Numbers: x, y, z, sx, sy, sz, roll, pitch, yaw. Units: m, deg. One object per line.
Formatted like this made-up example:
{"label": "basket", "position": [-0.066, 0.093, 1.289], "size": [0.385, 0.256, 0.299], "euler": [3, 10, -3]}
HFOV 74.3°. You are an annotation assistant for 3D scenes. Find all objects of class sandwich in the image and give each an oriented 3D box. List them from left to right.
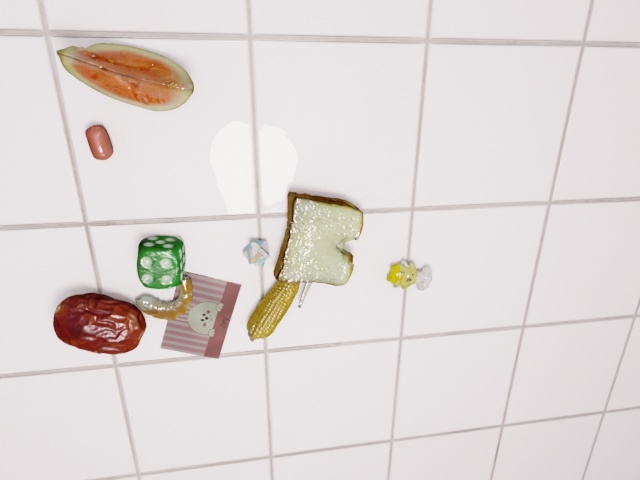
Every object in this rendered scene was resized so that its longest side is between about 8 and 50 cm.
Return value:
{"label": "sandwich", "position": [0.000, 0.000, 1.302], "size": [0.249, 0.095, 0.273], "euler": [9, 100, -15]}

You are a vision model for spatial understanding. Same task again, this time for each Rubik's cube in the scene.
{"label": "Rubik's cube", "position": [-0.197, 0.037, 1.312], "size": [0.075, 0.073, 0.084], "euler": [25, 107, -19]}

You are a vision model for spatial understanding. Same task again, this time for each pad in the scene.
{"label": "pad", "position": [-0.397, 0.253, 1.397], "size": [0.202, 0.005, 0.300], "euler": [16, 108, -16]}

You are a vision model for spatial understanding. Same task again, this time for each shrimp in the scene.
{"label": "shrimp", "position": [-0.484, 0.171, 1.324], "size": [0.161, 0.049, 0.166], "euler": [24, 105, -16]}

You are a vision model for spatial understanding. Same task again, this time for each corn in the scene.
{"label": "corn", "position": [-0.156, 0.220, 1.380], "size": [0.097, 0.097, 0.262], "euler": [32, 96, -20]}

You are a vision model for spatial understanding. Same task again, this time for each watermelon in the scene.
{"label": "watermelon", "position": [-0.458, -0.426, 1.058], "size": [0.303, 0.159, 0.128], "euler": [13, 79, -13]}

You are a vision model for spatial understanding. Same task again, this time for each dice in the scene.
{"label": "dice", "position": [-0.465, 0.062, 1.241], "size": [0.120, 0.131, 0.128], "euler": [2, 109, -11]}

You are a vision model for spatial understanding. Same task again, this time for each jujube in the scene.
{"label": "jujube", "position": [-0.656, 0.249, 1.262], "size": [0.250, 0.174, 0.174], "euler": [24, 105, -15]}

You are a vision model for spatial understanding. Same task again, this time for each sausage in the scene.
{"label": "sausage", "position": [-0.590, -0.262, 1.131], "size": [0.054, 0.059, 0.094], "euler": [-17, 109, -17]}

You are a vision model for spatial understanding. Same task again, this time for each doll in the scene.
{"label": "doll", "position": [0.307, 0.123, 1.442], "size": [0.162, 0.062, 0.106], "euler": [9, 114, -15]}

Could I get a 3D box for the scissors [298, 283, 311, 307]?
{"label": "scissors", "position": [-0.031, 0.121, 1.381], "size": [0.110, 0.021, 0.212], "euler": [22, 93, -20]}
